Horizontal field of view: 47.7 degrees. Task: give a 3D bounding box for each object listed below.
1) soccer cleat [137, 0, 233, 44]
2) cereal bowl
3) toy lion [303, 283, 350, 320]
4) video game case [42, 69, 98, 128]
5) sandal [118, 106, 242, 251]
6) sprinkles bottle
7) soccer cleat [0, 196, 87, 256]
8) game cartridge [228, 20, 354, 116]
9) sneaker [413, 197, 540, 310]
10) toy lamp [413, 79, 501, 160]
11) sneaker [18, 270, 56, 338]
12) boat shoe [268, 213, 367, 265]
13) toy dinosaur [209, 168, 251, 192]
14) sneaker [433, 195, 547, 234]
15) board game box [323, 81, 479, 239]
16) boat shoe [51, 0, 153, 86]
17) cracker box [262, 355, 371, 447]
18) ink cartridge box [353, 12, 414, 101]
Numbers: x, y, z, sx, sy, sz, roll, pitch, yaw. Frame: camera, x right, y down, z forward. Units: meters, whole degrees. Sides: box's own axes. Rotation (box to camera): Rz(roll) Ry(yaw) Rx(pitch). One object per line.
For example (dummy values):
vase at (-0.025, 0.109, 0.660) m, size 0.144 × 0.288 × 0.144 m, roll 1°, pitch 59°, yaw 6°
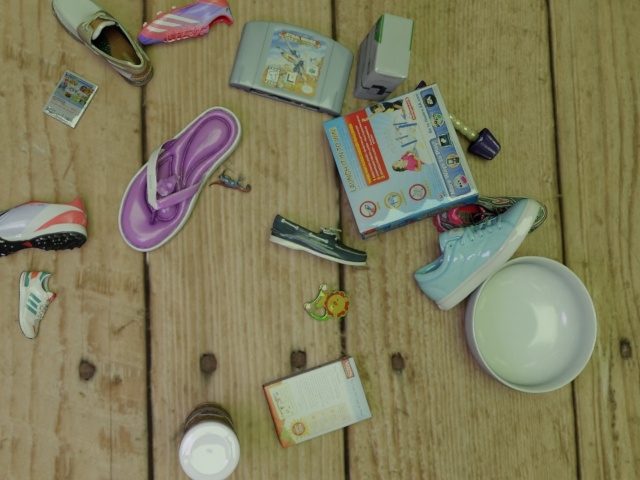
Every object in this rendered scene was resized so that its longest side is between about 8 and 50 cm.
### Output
soccer cleat at (-0.338, -0.542, 1.823) m, size 0.248 × 0.083 × 0.095 m, roll -31°, pitch 94°, yaw -14°
cereal bowl at (0.519, 0.212, 1.849) m, size 0.339 × 0.141 × 0.339 m, roll 1°, pitch 84°, yaw -9°
toy lion at (0.021, 0.163, 1.829) m, size 0.096 × 0.034 × 0.100 m, roll 44°, pitch 79°, yaw -10°
video game case at (-0.616, -0.348, 1.786) m, size 0.087 × 0.011 × 0.122 m, roll 28°, pitch 80°, yaw -5°
sandal at (-0.353, -0.165, 1.758) m, size 0.169 × 0.102 × 0.416 m, roll 34°, pitch 82°, yaw 2°
sprinkles bottle at (-0.244, 0.433, 1.584) m, size 0.121 × 0.355 × 0.121 m, roll 1°, pitch 84°, yaw -9°
soccer cleat at (-0.710, -0.036, 1.700) m, size 0.318 × 0.108 × 0.116 m, roll -4°, pitch 62°, yaw -7°
game cartridge at (-0.070, -0.452, 1.871) m, size 0.297 × 0.062 × 0.198 m, roll 14°, pitch 86°, yaw -8°
sneaker at (0.374, 0.012, 1.787) m, size 0.150 × 0.135 × 0.366 m, roll 40°, pitch 110°, yaw -4°
toy lamp at (0.355, -0.311, 1.915) m, size 0.275 × 0.080 × 0.080 m, roll 36°, pitch 79°, yaw -2°
sneaker at (-0.661, 0.149, 1.698) m, size 0.075 × 0.057 × 0.161 m, roll -4°, pitch 81°, yaw -4°
boat shoe at (0.000, 0.000, 1.813) m, size 0.255 × 0.095 × 0.079 m, roll 16°, pitch 92°, yaw 1°
toy dinosaur at (-0.219, -0.143, 1.827) m, size 0.090 × 0.047 × 0.082 m, roll -39°, pitch 102°, yaw 21°
sneaker at (0.452, -0.058, 1.884) m, size 0.299 × 0.112 × 0.120 m, roll -5°, pitch 85°, yaw -11°
board game box at (0.197, -0.195, 1.806) m, size 0.302 × 0.086 × 0.308 m, roll -18°, pitch 77°, yaw 4°
boat shoe at (-0.531, -0.511, 1.771) m, size 0.302 × 0.103 × 0.113 m, roll 40°, pitch 79°, yaw -3°
cracker box at (-0.009, 0.393, 1.777) m, size 0.232 × 0.067 × 0.155 m, roll -16°, pitch 87°, yaw -10°
ink cartridge box at (0.156, -0.455, 1.830) m, size 0.087 × 0.208 × 0.153 m, roll 9°, pitch 83°, yaw -12°
